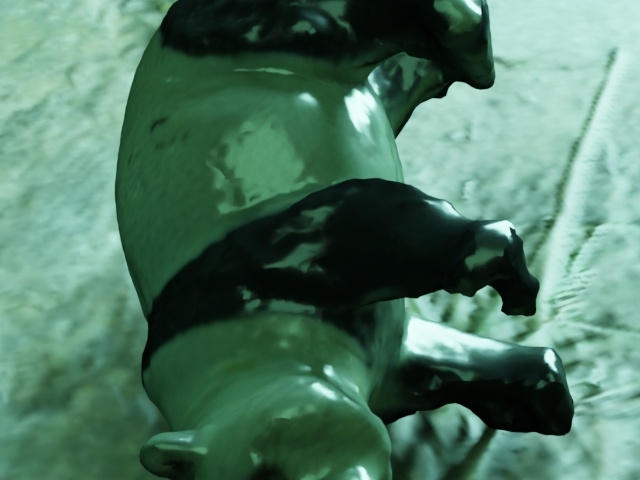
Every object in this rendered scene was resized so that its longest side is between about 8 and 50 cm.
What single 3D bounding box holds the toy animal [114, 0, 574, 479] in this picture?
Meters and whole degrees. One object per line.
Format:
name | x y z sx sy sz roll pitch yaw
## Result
toy animal | 0.000 0.000 0.501 0.121 0.094 0.225 -13 49 7
